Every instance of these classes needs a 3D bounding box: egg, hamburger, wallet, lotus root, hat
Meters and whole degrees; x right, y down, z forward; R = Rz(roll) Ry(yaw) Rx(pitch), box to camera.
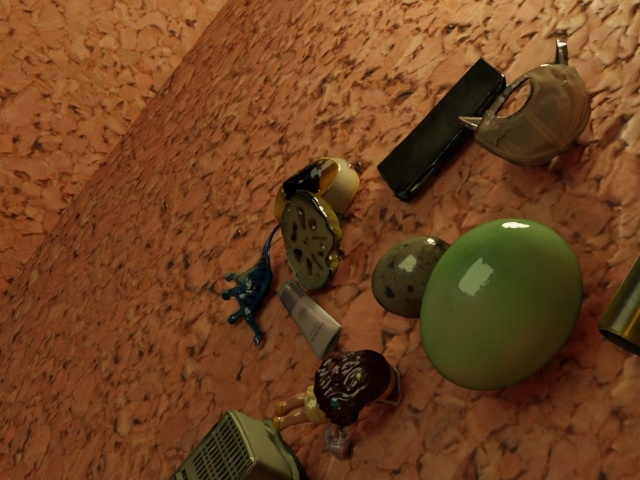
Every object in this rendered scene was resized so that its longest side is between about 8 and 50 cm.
[{"bbox_3d":[0.165,0.067,1.793,0.181,0.141,0.141,-25,39,43],"label":"egg"},{"bbox_3d":[-0.005,-0.092,2.265,0.210,0.116,0.173,-34,42,25],"label":"hamburger"},{"bbox_3d":[0.248,-0.222,2.090,0.318,0.045,0.172,-48,26,11],"label":"wallet"},{"bbox_3d":[0.263,0.094,1.530,0.270,0.220,0.220,-50,28,6],"label":"egg"},{"bbox_3d":[-0.002,-0.003,2.145,0.183,0.078,0.204,-55,52,47],"label":"lotus root"},{"bbox_3d":[0.370,-0.221,1.810,0.232,0.161,0.275,-34,9,12],"label":"hat"}]

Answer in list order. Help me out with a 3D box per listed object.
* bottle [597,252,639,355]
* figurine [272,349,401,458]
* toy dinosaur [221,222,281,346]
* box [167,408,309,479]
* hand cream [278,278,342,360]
[{"bbox_3d":[0.486,0.020,1.425,0.286,0.082,0.082,-58,28,-8],"label":"bottle"},{"bbox_3d":[0.027,0.272,1.800,0.240,0.116,0.175,-35,33,31],"label":"figurine"},{"bbox_3d":[-0.158,0.104,2.312,0.144,0.076,0.329,-19,45,36],"label":"toy dinosaur"},{"bbox_3d":[-0.158,0.460,1.814,0.290,0.166,0.220,-50,28,6],"label":"box"},{"bbox_3d":[-0.022,0.153,2.075,0.079,0.048,0.255,-64,28,12],"label":"hand cream"}]
